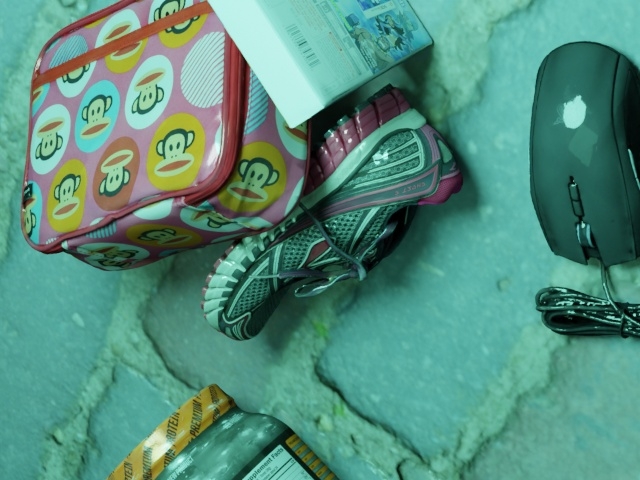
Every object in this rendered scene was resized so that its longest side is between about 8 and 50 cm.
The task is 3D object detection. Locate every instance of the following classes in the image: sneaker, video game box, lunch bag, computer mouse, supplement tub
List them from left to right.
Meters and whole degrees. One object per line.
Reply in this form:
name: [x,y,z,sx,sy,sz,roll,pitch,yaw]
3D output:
lunch bag: [-0.135,-0.120,1.348,0.293,0.120,0.258,-17,63,42]
supplement tub: [-0.043,0.312,1.473,0.338,0.207,0.207,45,126,7]
video game box: [-0.019,-0.210,1.240,0.048,0.187,0.205,-31,92,41]
sneaker: [0.000,0.000,1.363,0.112,0.121,0.299,46,126,4]
computer mouse: [0.249,-0.024,1.238,0.184,0.060,0.262,10,116,29]
